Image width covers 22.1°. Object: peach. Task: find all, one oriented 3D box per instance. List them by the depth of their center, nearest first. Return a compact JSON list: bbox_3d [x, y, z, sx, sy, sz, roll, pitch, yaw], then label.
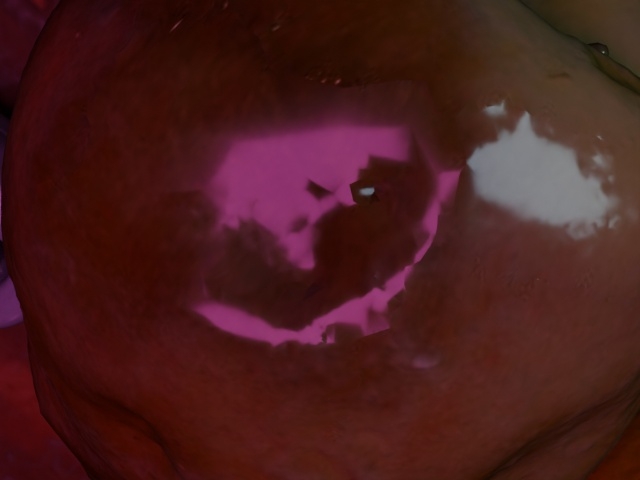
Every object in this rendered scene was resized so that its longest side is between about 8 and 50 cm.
[{"bbox_3d":[0.000,0.000,0.484,0.214,0.214,0.235,35,118,-1],"label":"peach"}]

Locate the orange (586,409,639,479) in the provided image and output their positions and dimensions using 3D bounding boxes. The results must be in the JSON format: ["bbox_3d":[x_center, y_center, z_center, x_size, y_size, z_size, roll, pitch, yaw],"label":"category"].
[{"bbox_3d":[0.120,0.115,0.536,0.159,0.159,0.136,-47,58,22],"label":"orange"}]

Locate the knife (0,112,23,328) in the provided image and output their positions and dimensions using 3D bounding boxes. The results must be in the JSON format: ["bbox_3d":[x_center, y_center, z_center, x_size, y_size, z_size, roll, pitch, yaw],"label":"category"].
[{"bbox_3d":[-0.221,-0.085,0.599,0.331,0.044,0.080,40,119,3],"label":"knife"}]
